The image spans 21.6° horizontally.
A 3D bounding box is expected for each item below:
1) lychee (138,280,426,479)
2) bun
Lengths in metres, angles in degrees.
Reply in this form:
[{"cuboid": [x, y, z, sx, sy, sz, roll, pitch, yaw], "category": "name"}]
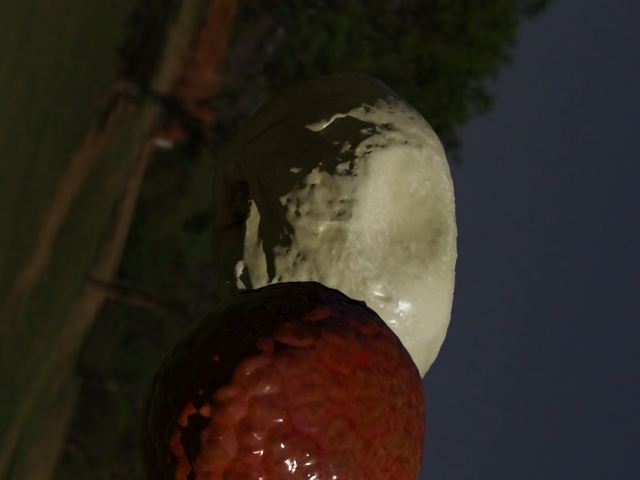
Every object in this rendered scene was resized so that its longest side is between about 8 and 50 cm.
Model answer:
[{"cuboid": [-0.027, 0.165, 1.390, 0.255, 0.300, 0.255, -18, -124, 29], "category": "lychee"}, {"cuboid": [0.000, 0.000, 1.800, 0.352, 0.227, 0.349, 110, -27, -55], "category": "bun"}]
